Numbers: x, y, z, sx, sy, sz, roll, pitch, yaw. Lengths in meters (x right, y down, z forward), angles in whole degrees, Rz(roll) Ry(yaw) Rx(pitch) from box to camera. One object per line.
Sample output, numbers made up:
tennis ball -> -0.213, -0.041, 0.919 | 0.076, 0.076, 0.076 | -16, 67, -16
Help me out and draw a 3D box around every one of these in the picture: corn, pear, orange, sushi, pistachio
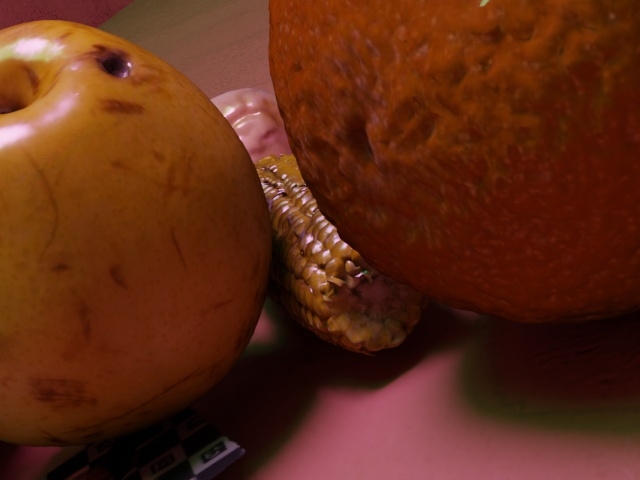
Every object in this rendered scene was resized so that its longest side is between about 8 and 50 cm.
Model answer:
corn -> 0.000, 0.000, 0.977 | 0.115, 0.115, 0.318 | -34, 19, -8
pear -> -0.165, -0.004, 0.885 | 0.280, 0.281, 0.281 | -28, 18, 10
orange -> 0.147, -0.128, 0.753 | 0.357, 0.322, 0.322 | -40, 20, -29
sushi -> -0.120, 0.163, 0.862 | 0.139, 0.031, 0.201 | -35, 16, -13
pistachio -> -0.099, -0.065, 1.305 | 0.200, 0.117, 0.145 | -28, -21, 32
